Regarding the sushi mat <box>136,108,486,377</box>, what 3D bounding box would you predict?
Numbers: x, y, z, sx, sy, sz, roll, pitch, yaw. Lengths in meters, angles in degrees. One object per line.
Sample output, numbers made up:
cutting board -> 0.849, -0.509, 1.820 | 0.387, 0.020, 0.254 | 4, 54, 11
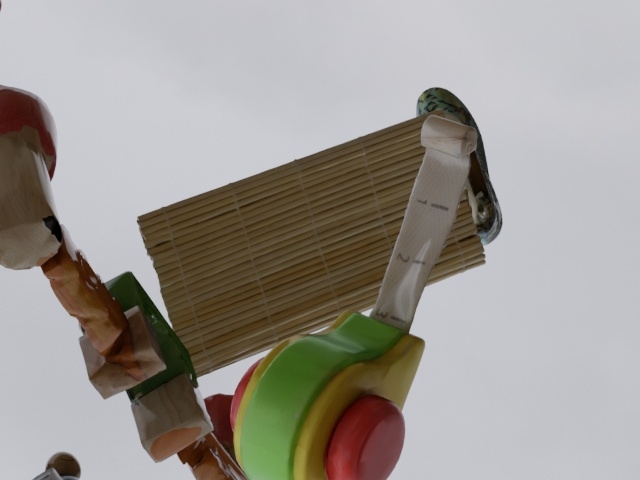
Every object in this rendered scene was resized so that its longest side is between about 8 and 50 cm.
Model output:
sushi mat -> 0.000, 0.000, 1.378 | 0.316, 0.019, 0.151 | -21, -84, -22

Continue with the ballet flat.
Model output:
ballet flat -> 0.153, -0.085, 1.726 | 0.070, 0.070, 0.188 | -18, -97, -47

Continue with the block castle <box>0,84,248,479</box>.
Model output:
block castle -> -0.248, 0.124, 1.260 | 0.453, 0.303, 0.213 | 58, -177, -37

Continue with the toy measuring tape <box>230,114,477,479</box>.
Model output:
toy measuring tape -> 0.018, 0.064, 1.052 | 0.121, 0.330, 0.121 | 20, 180, 0

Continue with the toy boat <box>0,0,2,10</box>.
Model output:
toy boat -> -0.274, -0.217, 0.919 | 0.148, 0.267, 0.318 | 42, -173, -34
